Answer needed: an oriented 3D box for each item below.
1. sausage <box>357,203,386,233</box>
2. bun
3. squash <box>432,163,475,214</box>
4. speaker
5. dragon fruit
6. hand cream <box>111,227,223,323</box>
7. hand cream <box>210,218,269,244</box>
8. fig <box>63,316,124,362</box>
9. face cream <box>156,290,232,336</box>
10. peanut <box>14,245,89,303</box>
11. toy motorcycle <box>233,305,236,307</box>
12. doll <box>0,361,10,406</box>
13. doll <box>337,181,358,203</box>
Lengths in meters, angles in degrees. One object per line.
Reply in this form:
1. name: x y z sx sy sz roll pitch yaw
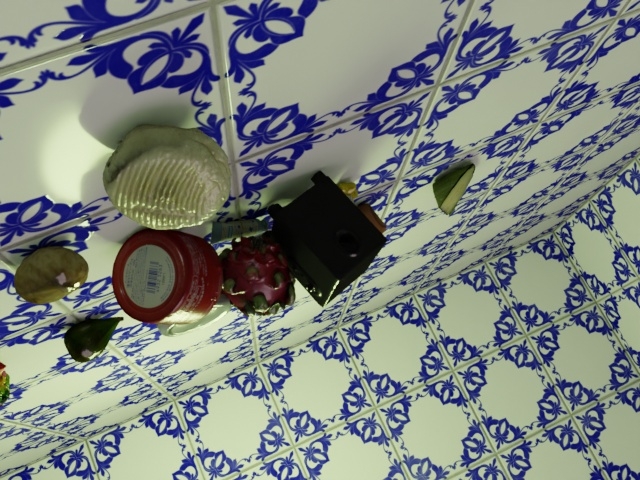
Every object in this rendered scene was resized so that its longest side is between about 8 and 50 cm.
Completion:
1. sausage: 0.050 0.000 2.044 0.304 0.121 0.121 -31 163 13
2. bun: -0.266 -0.125 1.173 0.220 0.134 0.220 -6 139 -5
3. squash: 0.419 -0.184 2.146 0.184 0.085 0.192 -58 161 5
4. speaker: 0.000 0.000 1.674 0.184 0.254 0.232 -38 169 -23
5. dragon fruit: -0.155 0.091 1.660 0.273 0.218 0.198 72 40 -85
6. hand cream: -0.352 0.084 1.527 0.230 0.230 0.149 -31 164 16
7. hand cream: -0.209 -0.029 1.707 0.170 0.043 0.065 -10 118 -40
8. fig: -0.643 0.267 1.891 0.177 0.117 0.117 -41 176 -39
9. face cream: -0.349 0.126 1.715 0.201 0.187 0.201 -24 163 -8
10. peanut: -0.563 0.071 1.381 0.159 0.109 0.140 -19 155 18
11. toy motorcycle: -0.180 0.105 1.996 0.206 0.142 0.342 -61 -176 -33
12. doll: -0.923 0.389 1.816 0.134 0.106 0.186 2 135 -23
13. doll: 0.067 -0.099 1.786 0.071 0.113 0.135 -7 -175 5
